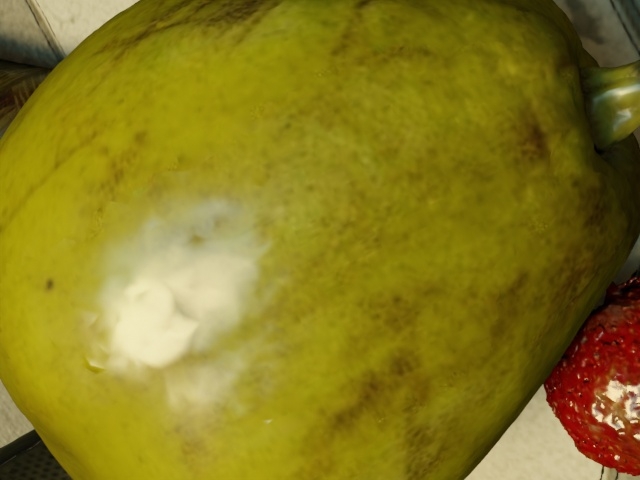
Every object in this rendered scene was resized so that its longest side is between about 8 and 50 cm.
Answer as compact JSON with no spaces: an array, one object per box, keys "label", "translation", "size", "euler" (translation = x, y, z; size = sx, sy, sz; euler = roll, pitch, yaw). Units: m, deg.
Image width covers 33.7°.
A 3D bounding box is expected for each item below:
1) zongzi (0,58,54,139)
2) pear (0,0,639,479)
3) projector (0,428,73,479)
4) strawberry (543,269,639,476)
[{"label":"zongzi","translation":[-0.234,-0.120,0.743],"size":[0.248,0.111,0.241],"euler":[51,122,12]},{"label":"pear","translation":[0.000,0.000,0.517],"size":[0.375,0.287,0.287],"euler":[-27,91,25]},{"label":"projector","translation":[-0.057,0.354,0.706],"size":[0.405,0.242,0.395],"euler":[18,116,29]},{"label":"strawberry","translation":[0.161,0.075,0.526],"size":[0.106,0.106,0.106],"euler":[14,115,32]}]
